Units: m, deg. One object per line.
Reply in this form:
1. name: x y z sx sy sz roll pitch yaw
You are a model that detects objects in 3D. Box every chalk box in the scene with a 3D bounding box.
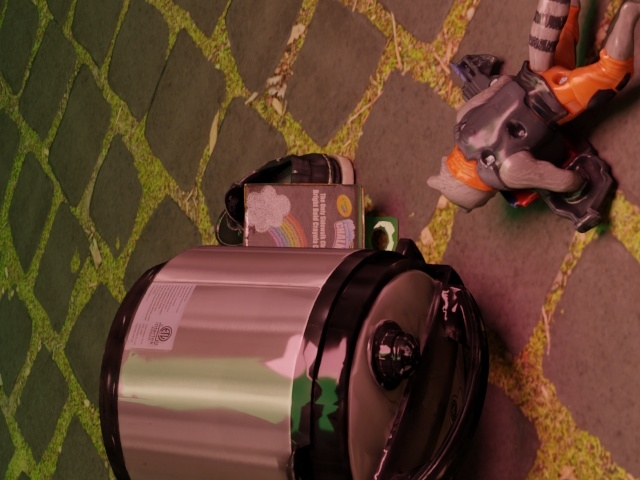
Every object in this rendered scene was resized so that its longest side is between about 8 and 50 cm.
1. chalk box: 0.000 0.000 1.912 0.132 0.213 0.132 96 176 -75

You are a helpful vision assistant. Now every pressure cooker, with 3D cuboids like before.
1. pressure cooker: -0.007 0.190 1.652 0.420 0.375 0.369 0 95 29

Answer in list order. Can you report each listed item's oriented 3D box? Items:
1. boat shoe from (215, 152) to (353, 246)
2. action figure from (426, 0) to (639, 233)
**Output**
1. boat shoe: -0.089 -0.056 2.102 0.340 0.113 0.127 -16 70 54
2. action figure: 0.229 -0.185 1.614 0.330 0.178 0.341 -58 41 16
